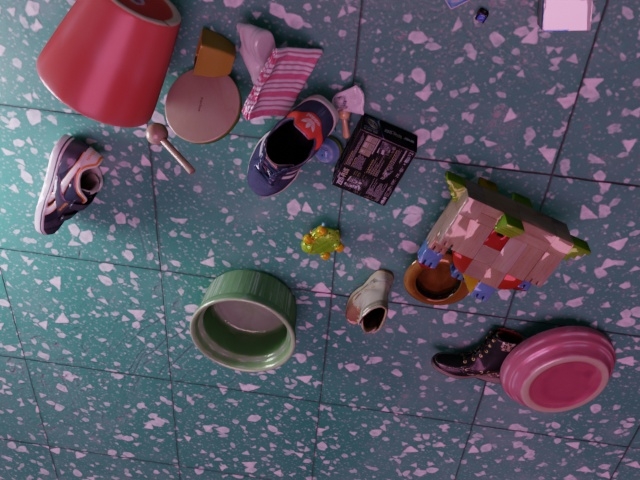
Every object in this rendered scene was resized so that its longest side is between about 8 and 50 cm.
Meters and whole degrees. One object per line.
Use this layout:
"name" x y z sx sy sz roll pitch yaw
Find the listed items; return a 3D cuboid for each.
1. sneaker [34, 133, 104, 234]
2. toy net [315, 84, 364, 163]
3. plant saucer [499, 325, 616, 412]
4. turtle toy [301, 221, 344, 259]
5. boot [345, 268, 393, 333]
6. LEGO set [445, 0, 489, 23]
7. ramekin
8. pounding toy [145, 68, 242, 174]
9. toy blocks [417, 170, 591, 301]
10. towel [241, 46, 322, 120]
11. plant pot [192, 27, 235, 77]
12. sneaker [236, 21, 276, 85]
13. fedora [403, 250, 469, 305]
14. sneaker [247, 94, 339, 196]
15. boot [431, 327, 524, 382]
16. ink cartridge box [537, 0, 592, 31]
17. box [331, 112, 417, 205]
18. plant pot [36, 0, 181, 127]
"sneaker" -0.656 -0.119 2.052 0.128 0.126 0.321 25 128 -4
"toy net" 0.029 -0.286 1.854 0.122 0.045 0.232 37 126 4
"plant saucer" 0.684 0.383 2.232 0.332 0.084 0.332 -3 130 -4
"turtle toy" 0.000 0.000 2.079 0.130 0.066 0.095 -30 119 30
"boot" 0.126 0.198 2.159 0.077 0.165 0.213 28 127 -12
"LEGO set" 0.312 -0.564 1.581 0.183 0.060 0.244 -18 124 38
"ramekin" -0.210 0.226 2.252 0.304 0.148 0.303 5 131 6
"pounding toy" -0.278 -0.285 1.850 0.183 0.110 0.237 39 92 14
"toy blocks" 0.418 0.027 1.924 0.382 0.190 0.260 23 121 -10
"towel" -0.084 -0.352 1.761 0.029 0.144 0.197 53 132 22
"plant pot" -0.236 -0.416 1.763 0.083 0.081 0.081 12 131 -15
"sneaker" -0.142 -0.405 1.768 0.094 0.080 0.212 33 153 25
"fedora" 0.316 0.089 2.092 0.195 0.079 0.194 5 132 6
"sneaker" -0.099 -0.199 1.843 0.131 0.148 0.350 41 135 -2
"boot" 0.455 0.321 2.264 0.237 0.085 0.178 11 129 -8
"ink cartridge box" 0.484 -0.471 1.560 0.092 0.143 0.089 1 112 9
"box" 0.130 -0.193 1.887 0.148 0.077 0.180 21 130 -8
"plant pot" -0.440 -0.422 1.688 0.275 0.275 0.243 28 120 -14
